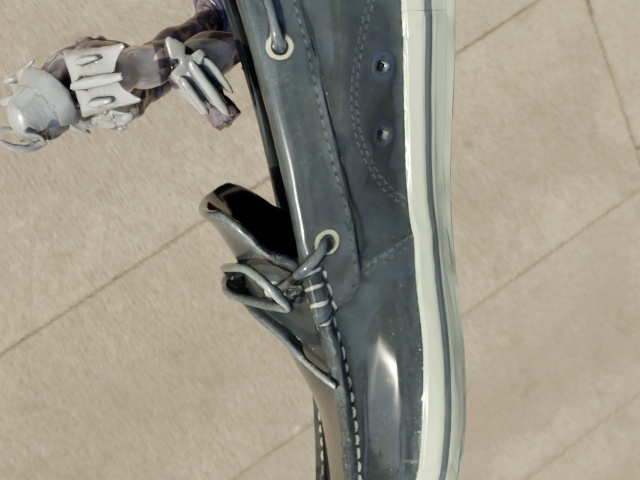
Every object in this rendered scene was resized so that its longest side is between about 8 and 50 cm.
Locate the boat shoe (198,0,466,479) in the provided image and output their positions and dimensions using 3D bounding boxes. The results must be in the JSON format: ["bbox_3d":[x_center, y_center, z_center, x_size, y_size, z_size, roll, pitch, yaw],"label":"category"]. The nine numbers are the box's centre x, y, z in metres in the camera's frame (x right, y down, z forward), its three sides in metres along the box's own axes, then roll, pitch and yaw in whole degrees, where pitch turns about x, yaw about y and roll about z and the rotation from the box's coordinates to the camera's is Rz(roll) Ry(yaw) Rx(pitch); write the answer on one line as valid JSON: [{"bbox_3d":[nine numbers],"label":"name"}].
[{"bbox_3d":[0.000,0.000,0.549,0.156,0.187,0.499,-5,103,-11],"label":"boat shoe"}]

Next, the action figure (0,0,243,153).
[{"bbox_3d":[-0.110,-0.127,0.617,0.285,0.185,0.099,-36,127,-39],"label":"action figure"}]
